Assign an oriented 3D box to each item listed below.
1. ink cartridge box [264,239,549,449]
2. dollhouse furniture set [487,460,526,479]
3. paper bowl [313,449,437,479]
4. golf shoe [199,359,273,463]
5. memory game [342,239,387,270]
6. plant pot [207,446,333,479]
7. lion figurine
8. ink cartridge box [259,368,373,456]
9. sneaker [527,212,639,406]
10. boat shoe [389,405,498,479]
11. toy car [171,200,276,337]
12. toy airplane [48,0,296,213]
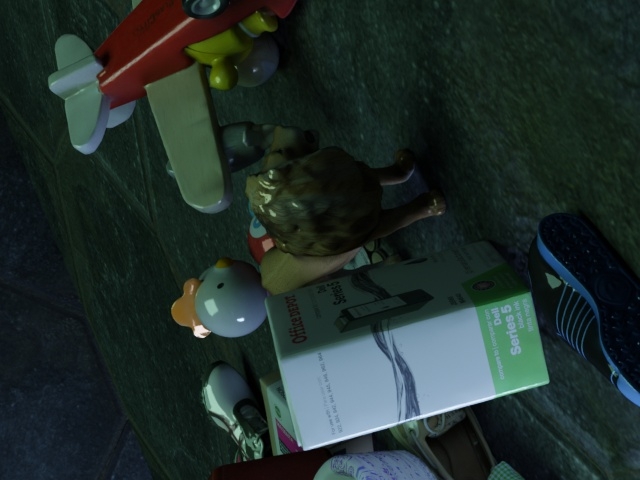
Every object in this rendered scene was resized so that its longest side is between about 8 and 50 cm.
[{"bbox_3d":[0.086,0.108,1.480,0.198,0.273,0.114,-113,9,-73],"label":"ink cartridge box"},{"bbox_3d":[0.238,0.449,1.606,0.198,0.151,0.301,26,134,41],"label":"dollhouse furniture set"},{"bbox_3d":[0.095,0.400,1.666,0.284,0.148,0.284,179,90,-66],"label":"paper bowl"},{"bbox_3d":[-0.128,0.344,2.534,0.120,0.105,0.272,-17,100,53],"label":"golf shoe"},{"bbox_3d":[0.054,0.031,1.905,0.186,0.012,0.186,50,151,41],"label":"memory game"},{"bbox_3d":[-0.062,0.459,2.040,0.267,0.268,0.235,118,141,-60],"label":"plant pot"},{"bbox_3d":[0.000,0.000,1.678,0.142,0.240,0.392,59,153,25],"label":"lion figurine"},{"bbox_3d":[-0.001,0.337,2.210,0.235,0.088,0.193,40,145,52],"label":"ink cartridge box"},{"bbox_3d":[0.278,0.082,1.338,0.090,0.081,0.232,95,154,-53],"label":"sneaker"},{"bbox_3d":[0.170,0.256,1.732,0.285,0.105,0.089,60,150,-8],"label":"boat shoe"},{"bbox_3d":[-0.104,0.055,1.965,0.219,0.238,0.210,-134,30,-55],"label":"toy car"},{"bbox_3d":[-0.182,-0.257,1.853,0.384,0.272,0.386,22,97,46],"label":"toy airplane"}]
